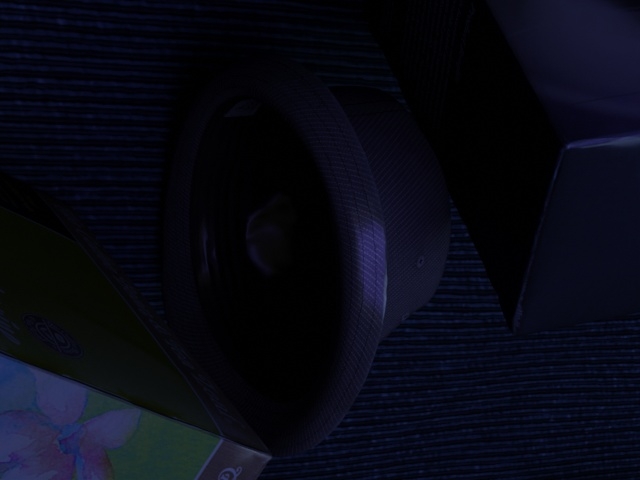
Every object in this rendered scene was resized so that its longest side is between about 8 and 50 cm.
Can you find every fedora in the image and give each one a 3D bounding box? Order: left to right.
[{"bbox_3d":[0.000,0.000,1.061,0.124,0.244,0.275,-13,130,-33],"label":"fedora"}]

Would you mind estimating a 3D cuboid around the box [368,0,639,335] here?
[{"bbox_3d":[0.222,-0.125,1.019,0.296,0.294,0.183,-10,142,-15],"label":"box"}]

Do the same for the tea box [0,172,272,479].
[{"bbox_3d":[-0.262,0.077,0.886,0.323,0.329,0.220,26,101,-38],"label":"tea box"}]
